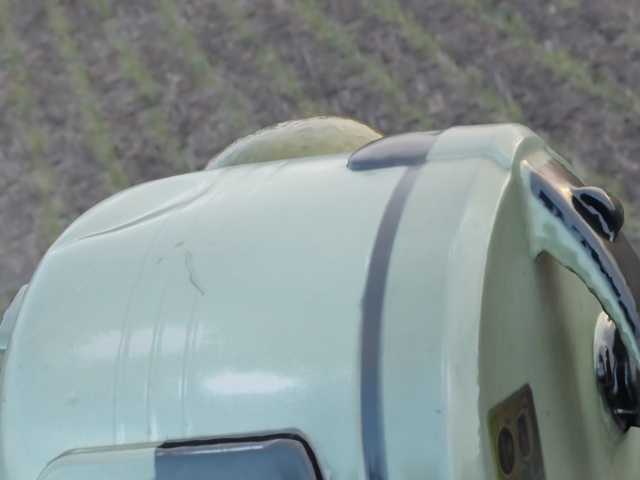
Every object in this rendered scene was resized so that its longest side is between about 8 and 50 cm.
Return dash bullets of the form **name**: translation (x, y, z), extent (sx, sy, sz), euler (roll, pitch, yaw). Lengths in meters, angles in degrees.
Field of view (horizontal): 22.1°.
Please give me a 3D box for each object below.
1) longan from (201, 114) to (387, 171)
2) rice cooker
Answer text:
- **longan**: translation (0.000, 0.000, 0.939), extent (0.176, 0.145, 0.154), euler (-26, 6, -31)
- **rice cooker**: translation (0.016, 0.075, 0.614), extent (0.244, 0.226, 0.226), euler (-6, 28, 22)
